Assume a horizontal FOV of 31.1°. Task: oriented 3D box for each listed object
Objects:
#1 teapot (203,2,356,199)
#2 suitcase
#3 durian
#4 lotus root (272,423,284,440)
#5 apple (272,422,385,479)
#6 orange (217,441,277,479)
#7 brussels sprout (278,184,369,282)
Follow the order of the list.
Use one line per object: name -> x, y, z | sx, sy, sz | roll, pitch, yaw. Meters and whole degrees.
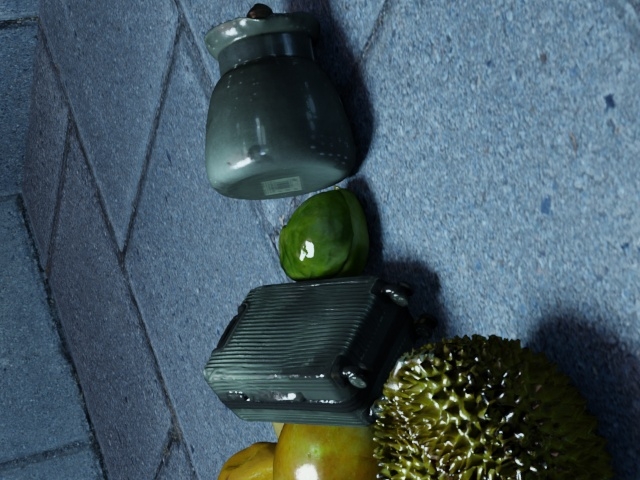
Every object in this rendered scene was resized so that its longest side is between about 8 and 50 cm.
teapot -> -0.052, -0.216, 1.746 | 0.223, 0.305, 0.285 | -15, 78, 30
suitcase -> -0.006, 0.159, 1.627 | 0.312, 0.202, 0.128 | -6, 133, 41
durian -> 0.200, 0.235, 1.302 | 0.293, 0.258, 0.258 | 36, 133, 51
lotus root -> -0.020, 0.259, 1.903 | 0.146, 0.131, 0.303 | -21, 82, 43
apple -> 0.041, 0.321, 1.705 | 0.237, 0.237, 0.207 | 116, 161, -54
orange -> -0.055, 0.451, 2.009 | 0.249, 0.183, 0.249 | 40, -178, -2
brussels sprout -> 0.002, 0.007, 1.735 | 0.183, 0.131, 0.145 | 125, 135, -53
